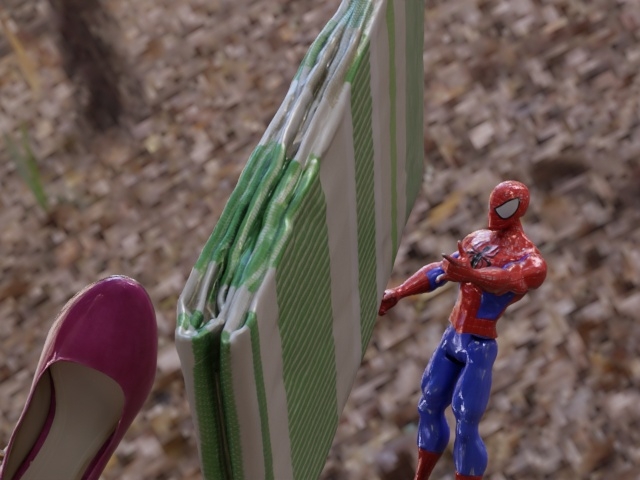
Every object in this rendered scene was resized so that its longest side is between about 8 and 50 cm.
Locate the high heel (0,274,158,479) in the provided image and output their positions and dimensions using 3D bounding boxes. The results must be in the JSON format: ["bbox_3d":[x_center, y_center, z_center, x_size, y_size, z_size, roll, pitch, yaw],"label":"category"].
[{"bbox_3d":[-0.178,0.138,1.241,0.244,0.082,0.117,-57,8,32],"label":"high heel"}]

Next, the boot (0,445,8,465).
[{"bbox_3d":[-0.307,0.236,1.577,0.115,0.305,0.112,42,107,34],"label":"boot"}]

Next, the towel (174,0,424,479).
[{"bbox_3d":[0.000,0.000,0.953,0.038,0.248,0.325,10,50,13],"label":"towel"}]

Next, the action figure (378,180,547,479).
[{"bbox_3d":[0.083,0.086,1.355,0.139,0.280,0.091,8,13,-42],"label":"action figure"}]
